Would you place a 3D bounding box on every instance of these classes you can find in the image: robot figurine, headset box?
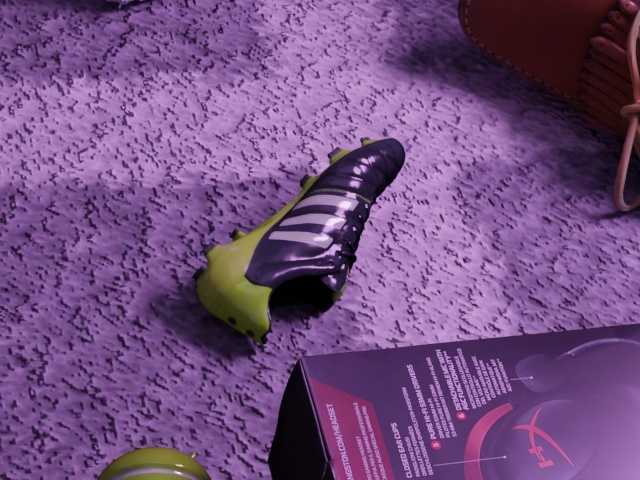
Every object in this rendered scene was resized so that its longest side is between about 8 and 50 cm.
[{"bbox_3d":[-0.086,0.156,0.948,0.101,0.067,0.115,-2,45,-3],"label":"robot figurine"},{"bbox_3d":[0.112,0.163,0.941,0.293,0.110,0.218,-5,54,-17],"label":"headset box"}]

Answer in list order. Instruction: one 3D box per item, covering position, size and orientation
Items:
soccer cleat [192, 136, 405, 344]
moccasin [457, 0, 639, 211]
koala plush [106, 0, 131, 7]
[{"bbox_3d":[0.000,0.000,1.136,0.072,0.060,0.179,42,58,15],"label":"soccer cleat"},{"bbox_3d":[0.264,-0.088,1.233,0.380,0.139,0.147,31,38,6],"label":"moccasin"},{"bbox_3d":[-0.068,-0.268,1.296,0.203,0.196,0.221,45,48,16],"label":"koala plush"}]
